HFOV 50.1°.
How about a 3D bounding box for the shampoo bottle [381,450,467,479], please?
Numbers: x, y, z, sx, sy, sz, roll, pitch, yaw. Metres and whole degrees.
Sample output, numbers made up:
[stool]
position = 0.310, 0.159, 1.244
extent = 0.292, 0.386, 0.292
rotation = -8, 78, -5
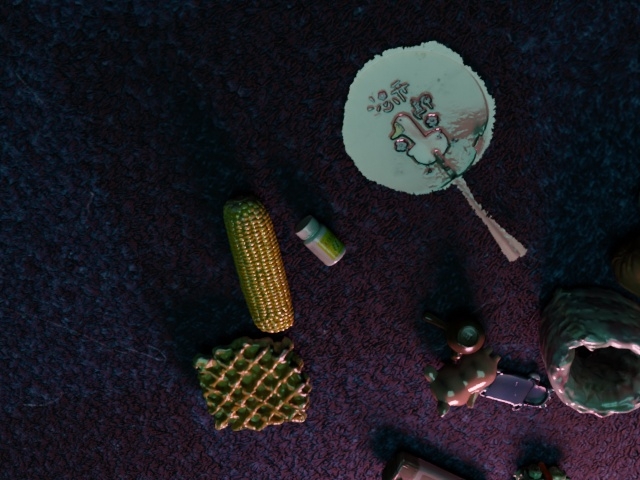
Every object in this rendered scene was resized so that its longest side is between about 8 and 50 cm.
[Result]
[shampoo bottle]
position = 0.240, 0.505, 1.394
extent = 0.228, 0.056, 0.086
rotation = 28, 115, -12

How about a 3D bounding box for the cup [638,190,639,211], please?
[cup]
position = 0.577, -0.063, 1.042
extent = 0.141, 0.120, 0.119
rotation = 5, 119, -10

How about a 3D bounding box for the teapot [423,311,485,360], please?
[teapot]
position = 0.229, 0.164, 1.199
extent = 0.110, 0.080, 0.084
rotation = 25, 88, 4

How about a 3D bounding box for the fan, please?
[fan]
position = 0.198, -0.118, 1.080
extent = 0.233, 0.012, 0.414
rotation = -32, 110, 19

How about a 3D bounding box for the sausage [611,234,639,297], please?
[sausage]
position = 0.617, 0.082, 1.111
extent = 0.304, 0.121, 0.121
rotation = 26, 116, -13

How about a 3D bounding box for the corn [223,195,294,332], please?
[corn]
position = -0.102, 0.040, 1.141
extent = 0.081, 0.081, 0.248
rotation = -9, 118, 7

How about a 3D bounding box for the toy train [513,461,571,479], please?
[toy train]
position = 0.451, 0.529, 1.395
extent = 0.119, 0.074, 0.175
rotation = -1, 114, -8

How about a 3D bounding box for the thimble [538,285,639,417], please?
[thimble]
position = 0.467, 0.181, 1.158
extent = 0.185, 0.149, 0.211
rotation = -38, 110, 23

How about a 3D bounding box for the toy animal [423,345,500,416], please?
[toy animal]
position = 0.257, 0.245, 1.239
extent = 0.150, 0.083, 0.089
rotation = -37, 135, 3

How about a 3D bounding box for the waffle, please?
[waffle]
position = -0.120, 0.266, 1.280
extent = 0.204, 0.054, 0.223
rotation = -7, 120, 6

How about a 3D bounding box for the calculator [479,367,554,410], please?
[calculator]
position = 0.370, 0.280, 1.288
extent = 0.141, 0.019, 0.094
rotation = 17, 118, -9

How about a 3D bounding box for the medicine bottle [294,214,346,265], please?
[medicine bottle]
position = 0.000, 0.000, 1.133
extent = 0.047, 0.047, 0.083
rotation = -38, 111, 20
